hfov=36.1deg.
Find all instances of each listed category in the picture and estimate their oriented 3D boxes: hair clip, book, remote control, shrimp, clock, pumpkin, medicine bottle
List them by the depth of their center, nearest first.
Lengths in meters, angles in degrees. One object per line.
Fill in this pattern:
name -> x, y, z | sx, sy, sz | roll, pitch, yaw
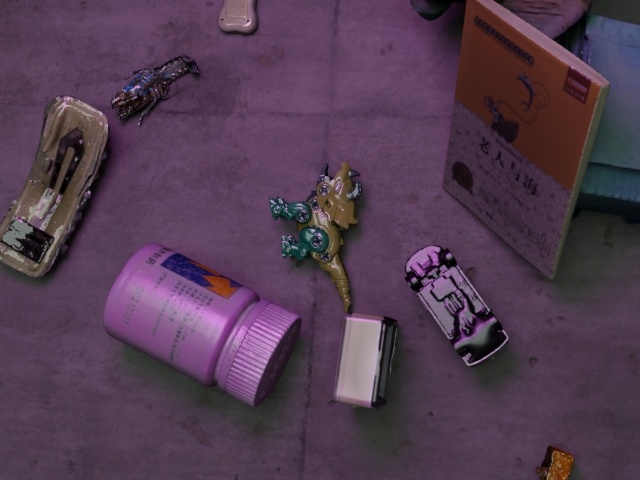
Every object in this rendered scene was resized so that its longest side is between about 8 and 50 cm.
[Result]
book -> 0.290, -0.147, 1.464 | 0.032, 0.389, 0.269 | -27, 52, -23
pumpkin -> 0.369, 0.372, 1.564 | 0.053, 0.074, 0.083 | 14, 84, 6
clock -> 0.075, 0.192, 1.570 | 0.071, 0.192, 0.147 | 7, 85, 10
medicine bottle -> -0.194, 0.139, 1.626 | 0.290, 0.178, 0.178 | 25, 88, 11
hair clip -> -0.465, -0.097, 1.744 | 0.138, 0.091, 0.321 | 28, 100, 3
remote control -> -0.144, -0.431, 1.755 | 0.074, 0.032, 0.122 | 7, 84, 10
shrimp -> -0.297, -0.274, 1.757 | 0.174, 0.076, 0.082 | -32, 120, 0

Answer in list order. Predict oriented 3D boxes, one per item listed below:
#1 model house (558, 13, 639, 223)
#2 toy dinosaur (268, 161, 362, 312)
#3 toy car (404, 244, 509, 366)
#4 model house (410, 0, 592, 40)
model house -> 0.525, -0.170, 1.531 | 0.329, 0.252, 0.295 | 8, 82, 1
toy dinosaur -> 0.000, 0.000, 1.662 | 0.153, 0.094, 0.259 | -4, 92, 12
toy car -> 0.221, 0.106, 1.604 | 0.089, 0.108, 0.210 | -36, 75, 6
model house -> 0.272, -0.437, 1.477 | 0.298, 0.284, 0.243 | 9, 54, 20
